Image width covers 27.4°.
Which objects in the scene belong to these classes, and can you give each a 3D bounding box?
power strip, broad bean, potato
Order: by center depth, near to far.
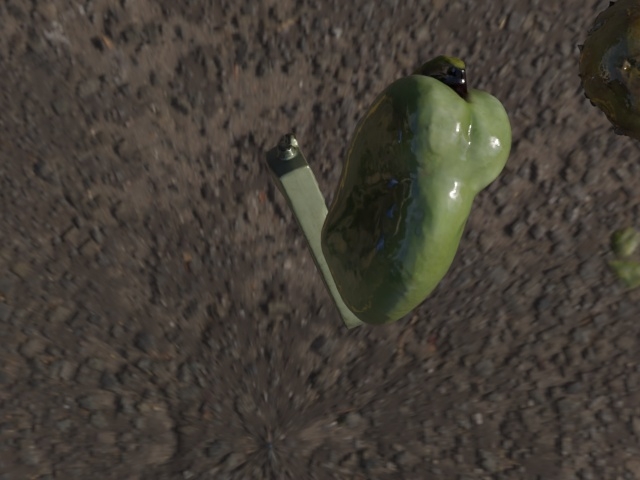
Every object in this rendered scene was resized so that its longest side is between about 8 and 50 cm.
[{"bbox_3d":[0.065,-0.040,1.048,0.100,0.169,0.228,15,104,-24],"label":"broad bean"},{"bbox_3d":[0.301,-0.184,1.205,0.100,0.089,0.172,12,67,-20],"label":"potato"},{"bbox_3d":[0.003,-0.001,1.649,0.048,0.080,0.286,-25,121,1],"label":"power strip"}]
